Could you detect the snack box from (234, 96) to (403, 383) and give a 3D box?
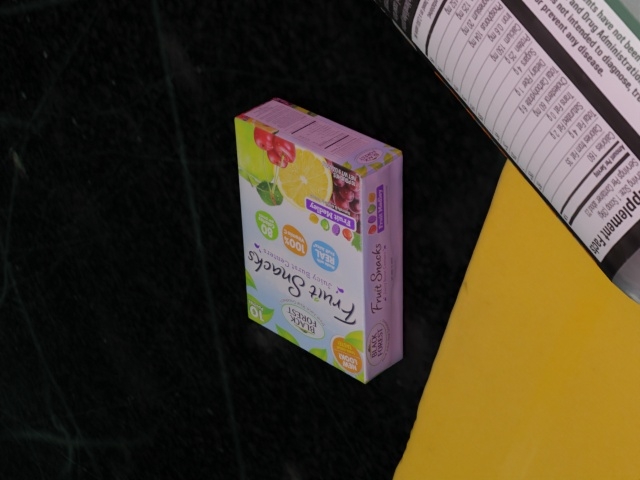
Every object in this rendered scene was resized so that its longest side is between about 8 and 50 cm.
[{"bbox_3d":[0.000,0.000,0.827,0.100,0.037,0.141,28,134,37],"label":"snack box"}]

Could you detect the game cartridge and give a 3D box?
[{"bbox_3d":[0.178,0.109,0.687,0.285,0.053,0.323,41,142,24],"label":"game cartridge"}]

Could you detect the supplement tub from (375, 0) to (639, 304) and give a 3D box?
[{"bbox_3d":[0.119,-0.109,0.480,0.316,0.194,0.193,51,143,11],"label":"supplement tub"}]
